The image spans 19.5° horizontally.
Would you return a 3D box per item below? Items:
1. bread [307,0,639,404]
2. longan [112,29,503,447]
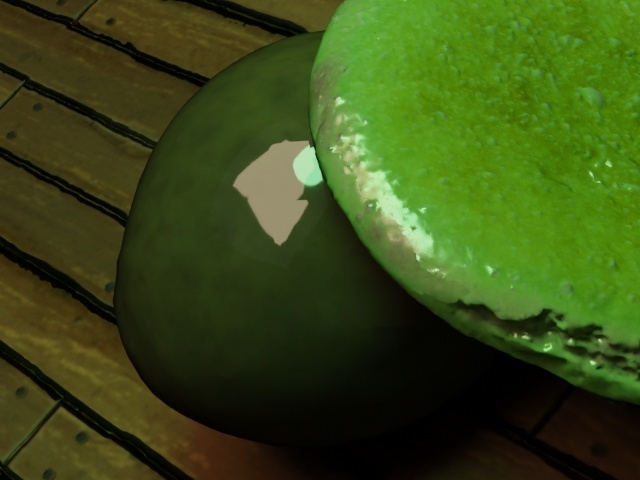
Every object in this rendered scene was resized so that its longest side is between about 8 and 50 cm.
[{"bbox_3d":[0.138,-0.049,0.940,0.045,0.301,0.301,121,163,-46],"label":"bread"},{"bbox_3d":[0.000,0.000,1.023,0.248,0.248,0.248,-22,41,20],"label":"longan"}]
